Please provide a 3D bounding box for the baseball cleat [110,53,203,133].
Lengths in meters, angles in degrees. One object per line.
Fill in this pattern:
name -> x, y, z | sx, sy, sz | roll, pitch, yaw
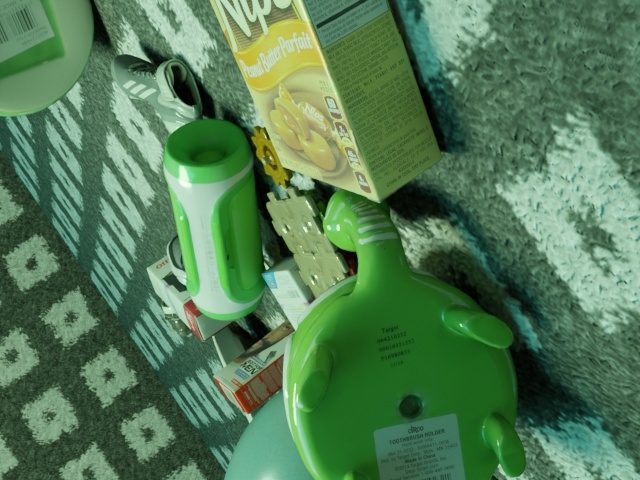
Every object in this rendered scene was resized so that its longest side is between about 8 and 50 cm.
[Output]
baseball cleat -> -0.231, -0.233, 1.324 | 0.206, 0.072, 0.109 | 41, 142, 24

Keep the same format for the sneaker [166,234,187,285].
sneaker -> -0.196, 0.011, 1.566 | 0.268, 0.101, 0.153 | 34, 146, 48

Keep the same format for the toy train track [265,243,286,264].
toy train track -> -0.050, 0.031, 1.384 | 0.083, 0.014, 0.048 | 40, 148, 23

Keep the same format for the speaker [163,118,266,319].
speaker -> -0.146, -0.022, 1.313 | 0.131, 0.131, 0.297 | 40, 148, 36

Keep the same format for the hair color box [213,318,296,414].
hair color box -> -0.082, 0.201, 1.497 | 0.093, 0.167, 0.053 | 16, 138, 60

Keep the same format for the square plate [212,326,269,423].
square plate -> -0.111, 0.335, 1.711 | 0.344, 0.049, 0.347 | -127, 16, -57

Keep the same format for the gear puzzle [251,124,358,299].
gear puzzle -> 0.000, 0.000, 1.191 | 0.339, 0.044, 0.175 | 62, 161, -9

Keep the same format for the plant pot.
plant pot -> 0.010, 0.313, 1.376 | 0.290, 0.290, 0.196 | 35, 122, 44

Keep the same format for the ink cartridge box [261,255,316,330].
ink cartridge box -> -0.019, 0.084, 1.328 | 0.088, 0.052, 0.122 | -9, 113, 61

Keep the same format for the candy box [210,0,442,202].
candy box -> -0.018, -0.203, 0.830 | 0.183, 0.087, 0.317 | 24, 144, 55

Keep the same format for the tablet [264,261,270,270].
tablet -> -0.107, 0.034, 1.528 | 0.083, 0.006, 0.054 | 48, 159, 20

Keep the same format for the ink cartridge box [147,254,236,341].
ink cartridge box -> -0.216, 0.084, 1.676 | 0.175, 0.127, 0.072 | 38, 153, 39

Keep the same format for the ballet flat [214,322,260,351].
ballet flat -> -0.151, 0.224, 1.853 | 0.250, 0.058, 0.084 | 28, 148, 51

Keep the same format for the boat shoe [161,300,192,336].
boat shoe -> -0.265, 0.125, 1.822 | 0.228, 0.081, 0.069 | -84, -22, -76

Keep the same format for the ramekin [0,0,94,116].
ramekin -> -0.506, -0.339, 1.437 | 0.148, 0.303, 0.303 | 24, 144, 43

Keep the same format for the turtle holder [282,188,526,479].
turtle holder -> 0.056, 0.127, 0.971 | 0.320, 0.243, 0.227 | 50, 179, -13
